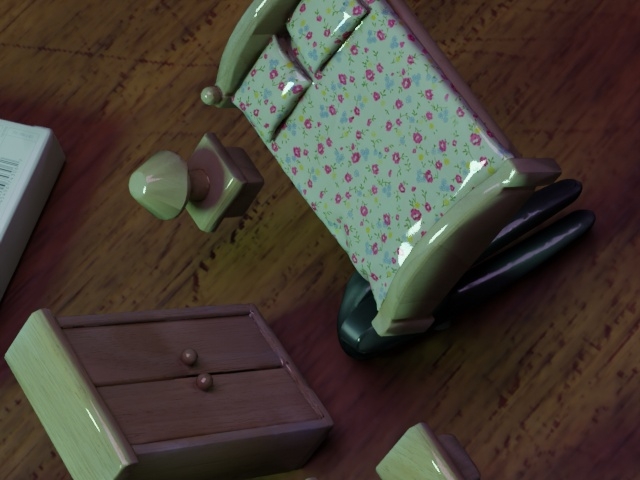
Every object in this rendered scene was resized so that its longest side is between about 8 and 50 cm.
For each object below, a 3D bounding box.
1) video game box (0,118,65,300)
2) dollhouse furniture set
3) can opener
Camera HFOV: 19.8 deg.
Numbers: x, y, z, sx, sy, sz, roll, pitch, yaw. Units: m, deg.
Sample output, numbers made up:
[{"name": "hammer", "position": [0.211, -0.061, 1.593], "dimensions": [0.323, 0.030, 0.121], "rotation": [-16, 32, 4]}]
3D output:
[{"name": "video game box", "position": [-0.296, 0.000, 1.238], "dimensions": [0.187, 0.048, 0.205], "rotation": [15, 66, 15]}, {"name": "dollhouse furniture set", "position": [0.000, 0.000, 1.003], "dimensions": [0.303, 0.174, 0.355], "rotation": [55, 126, 27]}, {"name": "can opener", "position": [0.092, 0.022, 1.156], "dimensions": [0.186, 0.059, 0.073], "rotation": [-28, 37, -12]}]
